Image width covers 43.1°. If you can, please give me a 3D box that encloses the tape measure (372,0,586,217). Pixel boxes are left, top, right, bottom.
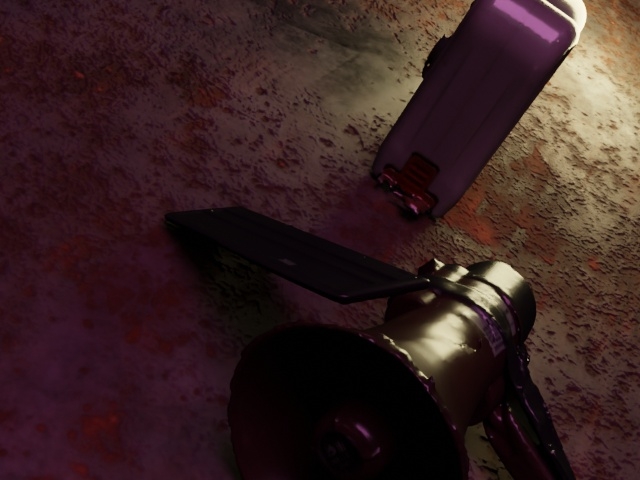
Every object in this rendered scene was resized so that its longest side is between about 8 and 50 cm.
[{"bbox_3d":[0.189,-0.185,0.959,0.130,0.258,0.265,34,35,6],"label":"tape measure"}]

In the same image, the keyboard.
[{"bbox_3d":[0.000,0.013,0.662,0.103,0.041,0.381,-7,12,-36],"label":"keyboard"}]

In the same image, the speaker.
[{"bbox_3d":[0.125,0.135,0.671,0.259,0.198,0.329,36,32,26],"label":"speaker"}]
